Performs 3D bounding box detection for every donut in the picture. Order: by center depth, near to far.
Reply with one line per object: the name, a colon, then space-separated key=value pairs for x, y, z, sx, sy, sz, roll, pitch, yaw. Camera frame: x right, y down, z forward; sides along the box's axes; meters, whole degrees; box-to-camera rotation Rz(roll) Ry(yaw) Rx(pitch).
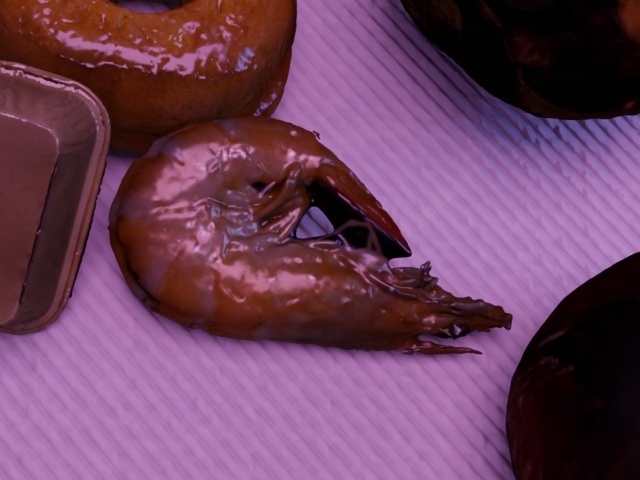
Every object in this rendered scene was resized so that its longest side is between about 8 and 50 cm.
donut: x=-0.123 y=-0.168 z=0.856 sx=0.227 sy=0.114 sz=0.226 roll=3 pitch=67 yaw=-8

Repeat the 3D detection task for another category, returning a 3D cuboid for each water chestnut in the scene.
water chestnut: x=0.186 y=-0.269 z=0.874 sx=0.335 sy=0.347 sz=0.335 roll=-5 pitch=114 yaw=-10

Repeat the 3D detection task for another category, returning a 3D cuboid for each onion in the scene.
onion: x=0.250 y=0.100 z=0.739 sx=0.273 sy=0.285 sz=0.273 roll=-5 pitch=55 yaw=7

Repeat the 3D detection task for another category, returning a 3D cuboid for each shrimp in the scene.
shrimp: x=0.000 y=0.000 z=0.826 sx=0.287 sy=0.063 sz=0.152 roll=11 pitch=86 yaw=-10

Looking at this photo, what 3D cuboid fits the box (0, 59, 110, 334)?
box: x=-0.204 y=-0.024 z=0.777 sx=0.111 sy=0.111 sz=0.177 roll=17 pitch=100 yaw=-3
